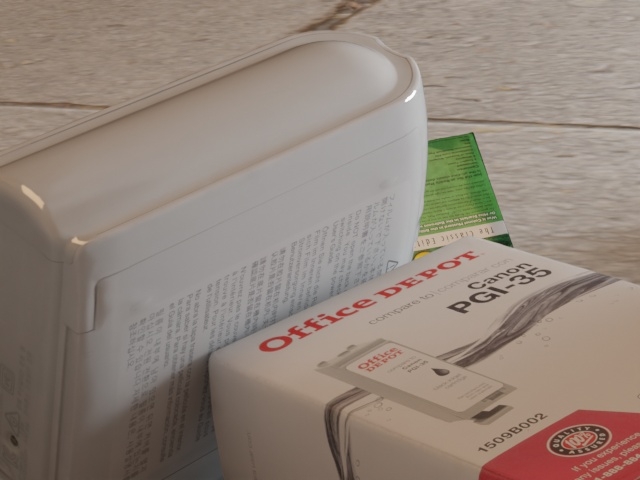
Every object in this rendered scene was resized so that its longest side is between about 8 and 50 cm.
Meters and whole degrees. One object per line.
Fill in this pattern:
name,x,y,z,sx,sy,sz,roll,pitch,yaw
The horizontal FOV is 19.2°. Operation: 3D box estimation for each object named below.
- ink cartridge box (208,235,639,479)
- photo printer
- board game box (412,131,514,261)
ink cartridge box,0.105,0.107,0.987,0.207,0.117,0.283,-24,26,-34
photo printer,-0.062,0.023,1.085,0.107,0.256,0.307,34,43,30
board game box,0.000,0.000,1.343,0.260,0.030,0.136,-10,48,-5
